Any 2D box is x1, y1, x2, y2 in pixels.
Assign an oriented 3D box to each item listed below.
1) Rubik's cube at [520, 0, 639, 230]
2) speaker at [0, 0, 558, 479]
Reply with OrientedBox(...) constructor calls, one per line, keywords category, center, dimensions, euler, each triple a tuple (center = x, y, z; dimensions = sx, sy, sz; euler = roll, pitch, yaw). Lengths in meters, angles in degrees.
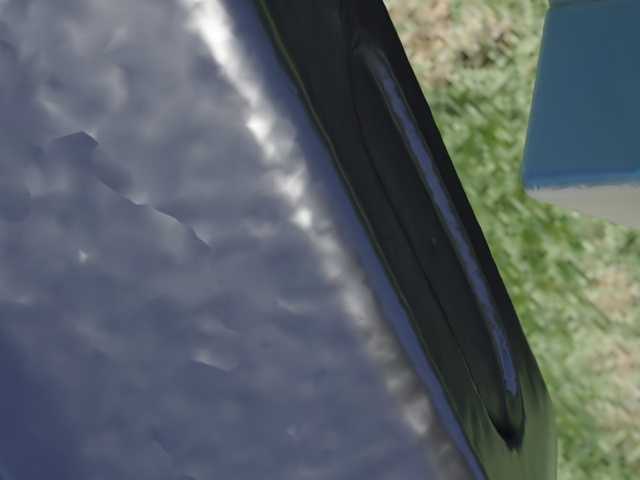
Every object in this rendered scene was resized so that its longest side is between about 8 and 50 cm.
OrientedBox(category="Rubik's cube", center=(0.362, -0.155, 1.052), dimensions=(0.346, 0.344, 0.347), euler=(16, 80, -34))
OrientedBox(category="speaker", center=(0.000, 0.000, 0.534), dimensions=(0.184, 0.180, 0.388), euler=(-12, 126, 18))
